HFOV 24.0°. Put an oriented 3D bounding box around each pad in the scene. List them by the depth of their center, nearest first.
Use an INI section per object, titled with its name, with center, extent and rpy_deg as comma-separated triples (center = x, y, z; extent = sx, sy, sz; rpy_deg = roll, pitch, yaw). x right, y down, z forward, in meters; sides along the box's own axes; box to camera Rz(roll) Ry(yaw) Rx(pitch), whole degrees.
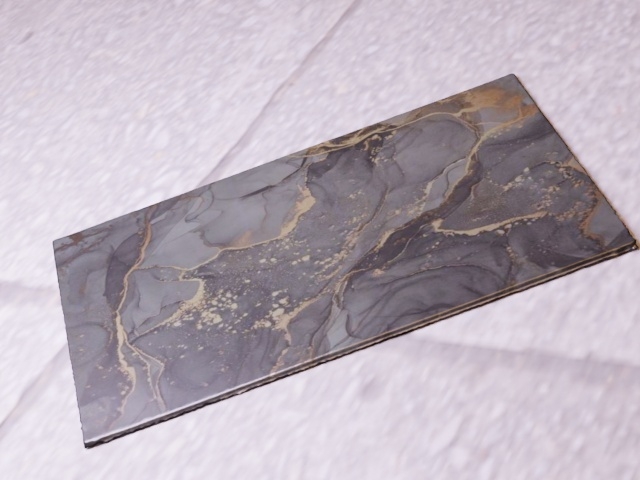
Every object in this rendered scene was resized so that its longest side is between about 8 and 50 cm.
[pad]
center = 0.000, 0.000, 1.020
extent = 0.367, 0.007, 0.247
rpy_deg = -19, 35, -2
